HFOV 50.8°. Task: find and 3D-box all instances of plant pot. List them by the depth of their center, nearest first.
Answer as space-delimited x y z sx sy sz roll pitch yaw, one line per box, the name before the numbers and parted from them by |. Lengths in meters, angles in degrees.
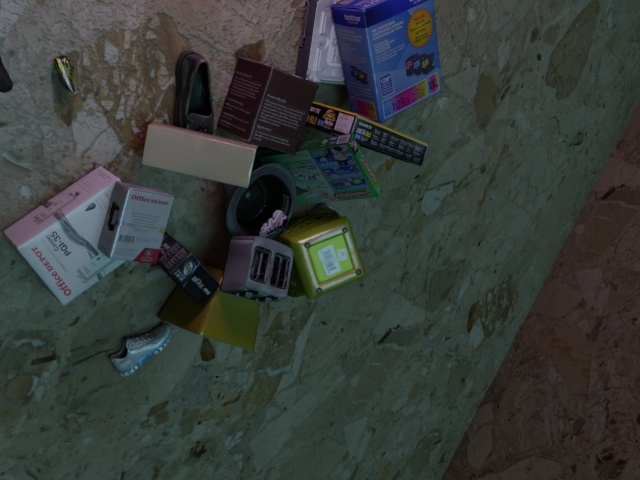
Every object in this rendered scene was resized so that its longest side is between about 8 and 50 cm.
plant pot | -0.295 0.182 1.926 0.212 0.212 0.187 28 78 -44
plant pot | -0.004 0.045 2.025 0.227 0.207 0.228 -21 102 -17

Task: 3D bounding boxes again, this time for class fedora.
fedora | -0.192 -0.120 1.909 0.244 0.124 0.275 -53 145 -4

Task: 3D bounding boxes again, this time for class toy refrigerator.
toy refrigerator | -0.301 -0.218 1.704 0.269 0.094 0.102 12 105 -5

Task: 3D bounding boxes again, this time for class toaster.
toaster | -0.172 0.073 1.850 0.168 0.110 0.186 23 72 -47

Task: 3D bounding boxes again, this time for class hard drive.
hard drive | 0.090 -0.577 1.981 0.338 0.064 0.237 -5 113 -38

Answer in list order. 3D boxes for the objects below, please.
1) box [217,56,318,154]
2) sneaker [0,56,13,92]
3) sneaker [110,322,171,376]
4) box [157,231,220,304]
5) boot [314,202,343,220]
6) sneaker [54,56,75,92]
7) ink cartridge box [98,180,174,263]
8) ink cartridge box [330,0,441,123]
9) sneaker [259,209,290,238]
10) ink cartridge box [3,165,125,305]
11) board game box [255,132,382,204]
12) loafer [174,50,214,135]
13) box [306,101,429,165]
box | -0.143 -0.359 1.810 0.168 0.167 0.203 12 102 -42
sneaker | -0.692 -0.435 1.355 0.130 0.109 0.286 -42 134 -26
sneaker | -0.503 0.292 1.885 0.190 0.071 0.083 -42 126 -18
box | -0.374 0.071 1.809 0.077 0.180 0.147 -46 132 -12
boot | 0.002 0.001 2.182 0.209 0.076 0.190 -55 134 -14
sneaker | -0.571 -0.378 1.530 0.035 0.031 0.083 -32 128 -26
ink cartridge box | -0.439 -0.043 1.611 0.127 0.072 0.175 10 102 -43
ink cartridge box | 0.192 -0.576 1.924 0.270 0.151 0.396 -32 126 -25
sneaker | -0.124 -0.033 1.890 0.098 0.069 0.038 -55 145 0
ink cartridge box | -0.579 -0.011 1.639 0.283 0.117 0.207 -40 131 -20
board game box | -0.010 -0.193 1.915 0.213 0.317 0.046 54 43 -42
loafer | -0.318 -0.343 1.726 0.096 0.084 0.268 -19 121 -33
box | 0.123 -0.319 1.995 0.322 0.257 0.079 13 99 -43
